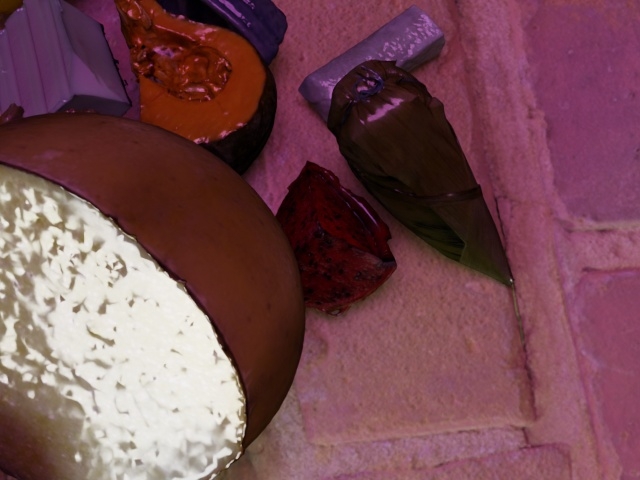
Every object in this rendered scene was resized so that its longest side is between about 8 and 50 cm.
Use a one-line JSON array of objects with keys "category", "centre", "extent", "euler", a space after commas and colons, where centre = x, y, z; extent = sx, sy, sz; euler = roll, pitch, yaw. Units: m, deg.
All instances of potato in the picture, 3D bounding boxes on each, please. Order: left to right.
[{"category": "potato", "centre": [-0.218, 0.048, 1.295], "extent": [0.442, 0.385, 0.319], "euler": [35, 36, 5]}]

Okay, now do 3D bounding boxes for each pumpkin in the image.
[{"category": "pumpkin", "centre": [-0.191, -0.181, 1.473], "extent": [0.280, 0.139, 0.190], "euler": [30, 70, 13]}]

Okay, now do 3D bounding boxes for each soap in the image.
[{"category": "soap", "centre": [-0.317, -0.199, 1.445], "extent": [0.145, 0.091, 0.230], "euler": [-42, 48, 23]}]

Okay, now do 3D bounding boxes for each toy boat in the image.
[{"category": "toy boat", "centre": [-0.162, -0.314, 1.533], "extent": [0.283, 0.127, 0.078], "euler": [33, 65, 15]}]

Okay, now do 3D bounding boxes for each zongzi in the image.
[{"category": "zongzi", "centre": [0.127, -0.069, 1.368], "extent": [0.125, 0.251, 0.274], "euler": [-39, 74, 1]}]

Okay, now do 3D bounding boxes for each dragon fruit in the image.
[{"category": "dragon fruit", "centre": [0.002, 0.001, 1.436], "extent": [0.127, 0.120, 0.161], "euler": [-41, 37, 26]}]

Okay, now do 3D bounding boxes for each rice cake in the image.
[{"category": "rice cake", "centre": [0.072, -0.226, 1.529], "extent": [0.206, 0.063, 0.069], "euler": [-33, 73, -12]}]

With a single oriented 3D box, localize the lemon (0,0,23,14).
[{"category": "lemon", "centre": [-0.389, -0.402, 1.524], "extent": [0.204, 0.204, 0.260], "euler": [41, 109, 15]}]
